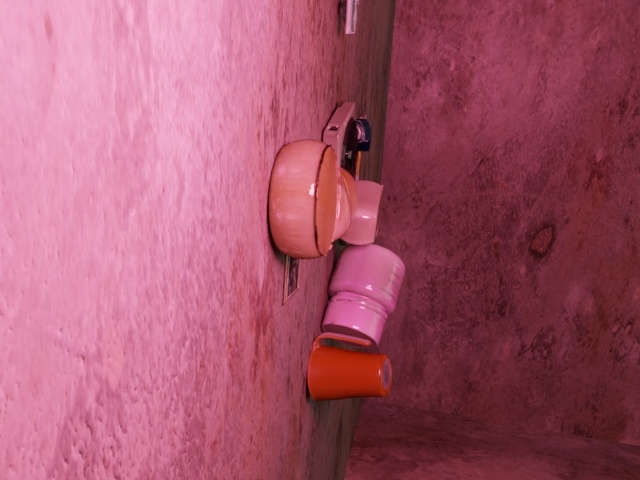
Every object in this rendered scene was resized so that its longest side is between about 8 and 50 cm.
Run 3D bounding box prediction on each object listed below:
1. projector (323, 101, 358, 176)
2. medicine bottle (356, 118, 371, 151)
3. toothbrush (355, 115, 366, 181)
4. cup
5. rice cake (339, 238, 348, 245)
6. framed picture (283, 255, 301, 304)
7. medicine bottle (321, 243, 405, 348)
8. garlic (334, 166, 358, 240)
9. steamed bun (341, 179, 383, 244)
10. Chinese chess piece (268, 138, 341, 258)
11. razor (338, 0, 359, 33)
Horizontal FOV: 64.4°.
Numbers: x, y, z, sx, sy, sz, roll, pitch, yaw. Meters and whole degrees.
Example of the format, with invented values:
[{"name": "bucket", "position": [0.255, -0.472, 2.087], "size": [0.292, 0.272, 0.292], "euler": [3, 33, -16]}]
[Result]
[{"name": "projector", "position": [0.069, -0.267, 1.584], "size": [0.257, 0.079, 0.259], "euler": [-66, 161, -51]}, {"name": "medicine bottle", "position": [0.136, -0.386, 1.873], "size": [0.258, 0.079, 0.124], "euler": [-46, 141, -72]}, {"name": "toothbrush", "position": [0.169, -0.394, 2.199], "size": [0.021, 0.024, 0.288], "euler": [-36, 133, -72]}, {"name": "cup", "position": [0.086, 0.410, 1.643], "size": [0.182, 0.263, 0.226], "euler": [-29, 114, -67]}, {"name": "rice cake", "position": [0.099, -0.096, 1.957], "size": [0.189, 0.037, 0.198], "euler": [67, 30, -68]}, {"name": "framed picture", "position": [-0.065, 0.054, 1.256], "size": [0.142, 0.011, 0.183], "euler": [-37, 132, -75]}, {"name": "medicine bottle", "position": [0.149, 0.199, 1.820], "size": [0.256, 0.256, 0.325], "euler": [76, 31, -61]}, {"name": "garlic", "position": [0.045, -0.087, 1.432], "size": [0.217, 0.110, 0.228], "euler": [-45, 147, -52]}, {"name": "steamed bun", "position": [0.124, -0.101, 1.746], "size": [0.242, 0.164, 0.146], "euler": [-72, 166, -52]}, {"name": "Chinese chess piece", "position": [-0.028, -0.088, 1.097], "size": [0.257, 0.104, 0.257], "euler": [4, 90, -76]}, {"name": "razor", "position": [0.088, -0.708, 1.538], "size": [0.278, 0.056, 0.111], "euler": [-80, 172, -58]}]
